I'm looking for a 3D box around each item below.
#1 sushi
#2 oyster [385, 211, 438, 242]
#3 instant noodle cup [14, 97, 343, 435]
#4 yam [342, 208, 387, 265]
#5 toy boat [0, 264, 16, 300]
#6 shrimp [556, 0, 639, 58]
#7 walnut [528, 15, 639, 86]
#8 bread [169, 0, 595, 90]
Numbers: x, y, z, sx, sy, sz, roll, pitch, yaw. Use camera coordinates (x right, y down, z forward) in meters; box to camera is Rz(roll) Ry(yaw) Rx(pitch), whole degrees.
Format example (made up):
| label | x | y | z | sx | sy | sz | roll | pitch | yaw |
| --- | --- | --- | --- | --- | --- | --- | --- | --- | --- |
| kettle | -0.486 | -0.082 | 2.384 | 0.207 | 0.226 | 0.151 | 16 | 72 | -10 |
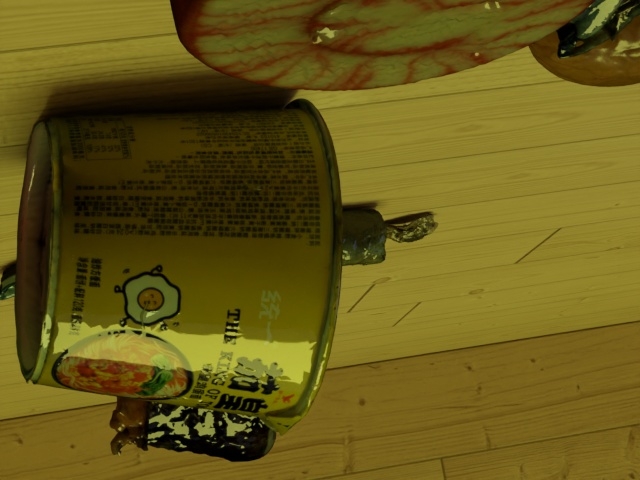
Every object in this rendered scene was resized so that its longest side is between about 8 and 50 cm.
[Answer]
| label | x | y | z | sx | sy | sz | roll | pitch | yaw |
| --- | --- | --- | --- | --- | --- | --- | --- | --- | --- |
| sushi | -0.127 | 0.082 | 1.678 | 0.207 | 0.348 | 0.234 | 7 | 130 | -5 |
| oyster | 0.118 | -0.015 | 2.046 | 0.093 | 0.034 | 0.051 | -10 | 161 | 16 |
| instant noodle cup | -0.146 | 0.016 | 1.379 | 0.254 | 0.325 | 0.325 | 4 | 164 | -19 |
| yam | 0.000 | 0.000 | 1.906 | 0.179 | 0.078 | 0.078 | -6 | 167 | -24 |
| toy boat | -0.369 | 0.058 | 1.889 | 0.140 | 0.066 | 0.059 | -18 | 169 | 36 |
| shrimp | 0.248 | -0.209 | 1.094 | 0.178 | 0.075 | 0.289 | -23 | 179 | -44 |
| walnut | 0.281 | -0.183 | 1.291 | 0.211 | 0.087 | 0.167 | -16 | 170 | 26 |
| bread | 0.044 | -0.198 | 0.966 | 0.295 | 0.114 | 0.327 | -12 | 169 | 6 |
